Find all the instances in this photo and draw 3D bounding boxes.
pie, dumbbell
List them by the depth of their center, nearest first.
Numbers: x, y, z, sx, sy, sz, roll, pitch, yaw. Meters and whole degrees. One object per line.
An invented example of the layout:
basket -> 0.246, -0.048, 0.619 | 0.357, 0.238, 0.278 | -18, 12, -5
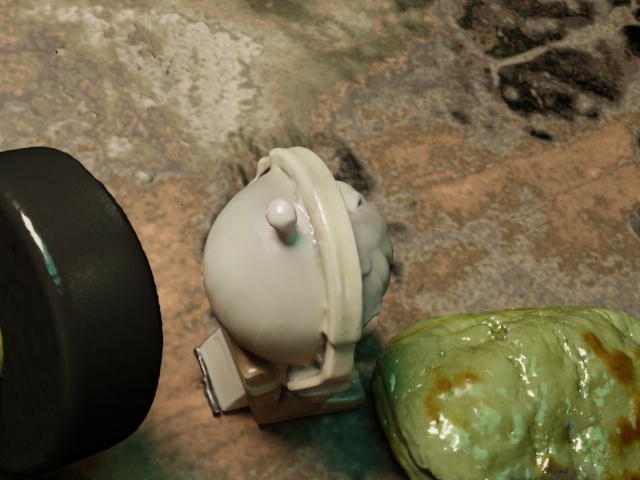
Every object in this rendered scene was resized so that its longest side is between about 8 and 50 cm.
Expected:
dumbbell -> -0.270, 0.068, 0.617 | 0.322, 0.203, 0.203 | -16, 62, -42
pie -> 0.168, 0.128, 0.820 | 0.248, 0.090, 0.201 | -5, 58, -19

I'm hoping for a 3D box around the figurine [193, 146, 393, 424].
figurine -> -0.010, 0.034, 0.748 | 0.141, 0.236, 0.162 | -12, 58, -15
